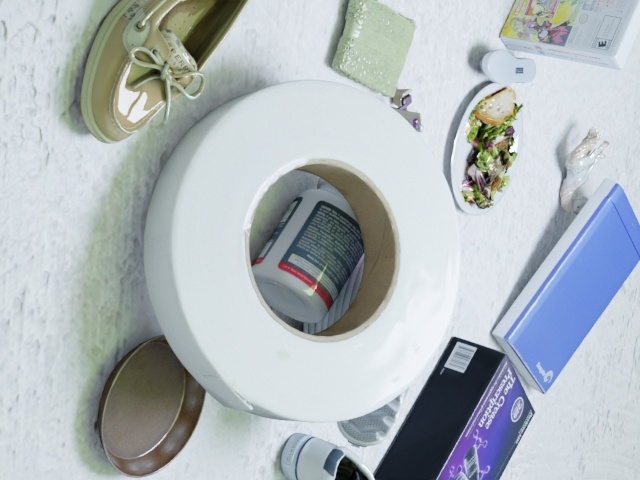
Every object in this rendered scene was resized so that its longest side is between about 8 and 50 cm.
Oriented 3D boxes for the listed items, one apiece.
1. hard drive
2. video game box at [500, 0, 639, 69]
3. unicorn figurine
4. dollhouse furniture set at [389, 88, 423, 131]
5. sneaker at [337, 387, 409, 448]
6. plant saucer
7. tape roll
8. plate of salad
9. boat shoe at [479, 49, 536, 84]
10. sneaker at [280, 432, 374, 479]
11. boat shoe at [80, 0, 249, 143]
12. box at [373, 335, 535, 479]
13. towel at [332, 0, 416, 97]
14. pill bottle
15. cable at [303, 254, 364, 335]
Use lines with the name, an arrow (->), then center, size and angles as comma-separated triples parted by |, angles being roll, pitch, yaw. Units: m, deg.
hard drive -> 0.420, 0.079, 2.349 | 0.318, 0.040, 0.210 | -53, 141, -11
video game box -> 0.383, -0.355, 2.052 | 0.205, 0.187, 0.048 | -64, 148, -13
unicorn figurine -> 0.426, -0.112, 2.322 | 0.111, 0.060, 0.162 | -51, 142, -17
dollhouse furniture set -> 0.114, -0.127, 1.859 | 0.091, 0.081, 0.114 | -35, 130, -42
sneaker -> 0.078, 0.128, 1.770 | 0.115, 0.105, 0.281 | 110, 5, -68
plant saucer -> -0.194, 0.183, 1.601 | 0.168, 0.029, 0.168 | -27, 125, -47
tape roll -> -0.013, 0.014, 1.606 | 0.392, 0.072, 0.392 | 2, 85, -32
plate of salad -> 0.254, -0.131, 2.082 | 0.200, 0.048, 0.200 | -26, 124, -48
boat shoe -> 0.263, -0.248, 2.054 | 0.142, 0.040, 0.049 | 0, 97, -55
sneaker -> 0.036, 0.345, 1.929 | 0.094, 0.091, 0.258 | -63, 144, -15
boat shoe -> -0.145, -0.220, 1.455 | 0.285, 0.089, 0.104 | -61, 144, -17
box -> 0.207, 0.308, 2.149 | 0.261, 0.103, 0.184 | -58, 145, -22
towel -> 0.068, -0.246, 1.797 | 0.148, 0.027, 0.110 | 14, 92, -56
pill bottle -> 0.000, 0.000, 1.728 | 0.180, 0.108, 0.108 | -58, 142, -21
cable -> 0.077, 0.077, 1.882 | 0.257, 0.089, 0.257 | -62, 144, -16
